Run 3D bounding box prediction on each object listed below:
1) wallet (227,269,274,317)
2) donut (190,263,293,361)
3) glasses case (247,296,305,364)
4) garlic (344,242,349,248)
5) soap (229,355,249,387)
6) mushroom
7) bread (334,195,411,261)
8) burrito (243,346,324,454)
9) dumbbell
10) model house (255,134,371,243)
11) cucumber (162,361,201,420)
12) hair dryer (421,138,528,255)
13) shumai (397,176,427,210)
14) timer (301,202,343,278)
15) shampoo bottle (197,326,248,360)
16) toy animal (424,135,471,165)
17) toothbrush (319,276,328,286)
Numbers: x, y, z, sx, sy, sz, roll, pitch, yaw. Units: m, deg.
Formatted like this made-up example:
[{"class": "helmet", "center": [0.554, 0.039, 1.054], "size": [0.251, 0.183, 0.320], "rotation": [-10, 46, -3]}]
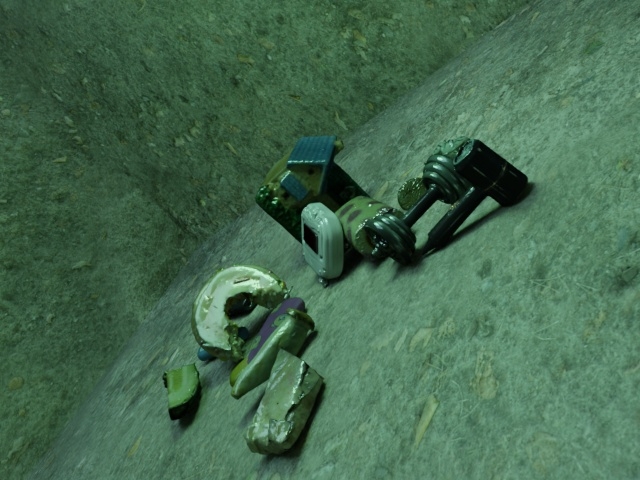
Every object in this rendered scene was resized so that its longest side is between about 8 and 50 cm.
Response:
[{"class": "wallet", "center": [-0.373, 0.257, 2.616], "size": [0.406, 0.062, 0.228], "rotation": [-23, 25, 49]}, {"class": "donut", "center": [-0.306, 0.250, 2.145], "size": [0.371, 0.307, 0.150], "rotation": [-50, -25, -18]}, {"class": "glasses case", "center": [-0.141, 0.300, 1.934], "size": [0.123, 0.076, 0.316], "rotation": [-20, 25, 32]}, {"class": "garlic", "center": [0.024, -0.036, 2.232], "size": [0.131, 0.194, 0.127], "rotation": [-43, 7, 22]}, {"class": "soap", "center": [-0.246, 0.423, 1.931], "size": [0.140, 0.045, 0.089], "rotation": [-43, 21, -3]}, {"class": "mushroom", "center": [-0.136, 0.346, 1.760], "size": [0.333, 0.107, 0.087], "rotation": [-54, 3, -25]}, {"class": "bread", "center": [0.158, -0.054, 2.009], "size": [0.187, 0.155, 0.338], "rotation": [-40, 16, -3]}, {"class": "burrito", "center": [-0.078, 0.399, 1.510], "size": [0.175, 0.107, 0.347], "rotation": [-16, 29, 26]}, {"class": "dumbbell", "center": [0.294, -0.094, 1.755], "size": [0.406, 0.179, 0.179], "rotation": [-46, 17, -9]}, {"class": "model house", "center": [0.001, -0.205, 2.356], "size": [0.343, 0.382, 0.334], "rotation": [-37, 17, 24]}, {"class": "cucumber", "center": [-0.486, 0.547, 2.087], "size": [0.145, 0.105, 0.325], "rotation": [-18, 13, -11]}, {"class": "hair dryer", "center": [0.376, -0.095, 1.619], "size": [0.352, 0.189, 0.107], "rotation": [-51, 11, 22]}, {"class": "shumai", "center": [0.317, -0.158, 2.040], "size": [0.124, 0.099, 0.087], "rotation": [-41, 0, -2]}, {"class": "timer", "center": [0.000, 0.000, 2.074], "size": [0.087, 0.237, 0.262], "rotation": [-11, 25, -19]}, {"class": "shampoo bottle", "center": [-0.374, 0.392, 2.276], "size": [0.258, 0.061, 0.104], "rotation": [-29, 23, 39]}, {"class": "toy animal", "center": [0.447, -0.310, 2.117], "size": [0.170, 0.090, 0.255], "rotation": [-40, 19, -5]}, {"class": "toothbrush", "center": [0.000, 0.106, 2.191], "size": [0.025, 0.029, 0.307], "rotation": [-47, 15, 10]}]
